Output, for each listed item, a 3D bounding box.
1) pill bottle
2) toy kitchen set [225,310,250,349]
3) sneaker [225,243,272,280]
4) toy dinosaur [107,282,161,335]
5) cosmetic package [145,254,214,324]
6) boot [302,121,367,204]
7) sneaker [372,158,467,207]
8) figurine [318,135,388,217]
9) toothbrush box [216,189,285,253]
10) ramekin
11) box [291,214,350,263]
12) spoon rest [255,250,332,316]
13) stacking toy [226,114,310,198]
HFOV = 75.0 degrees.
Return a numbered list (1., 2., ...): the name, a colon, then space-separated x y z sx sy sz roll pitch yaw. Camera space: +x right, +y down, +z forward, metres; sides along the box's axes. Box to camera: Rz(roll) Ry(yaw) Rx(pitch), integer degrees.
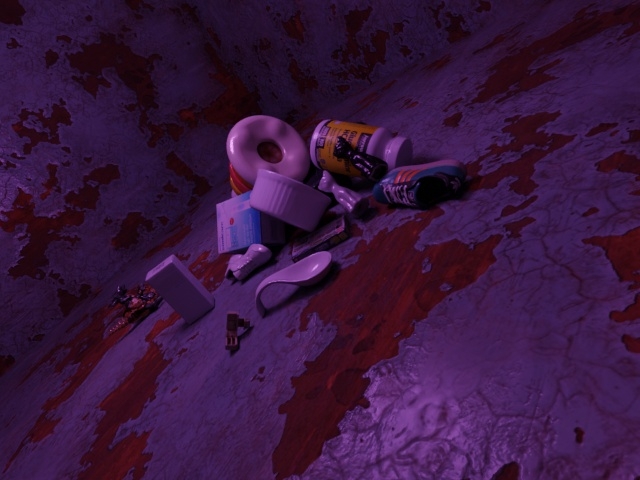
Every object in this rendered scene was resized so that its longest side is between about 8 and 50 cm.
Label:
1. pill bottle: 0.146 -0.319 1.491 0.334 0.187 0.188 17 52 29
2. toy kitchen set: -0.235 0.257 1.193 0.068 0.083 0.075 4 19 -13
3. sneaker: -0.269 0.095 1.545 0.232 0.090 0.115 -29 29 38
4. toy dinosaur: -0.836 0.286 1.892 0.219 0.164 0.322 3 20 34
5. cosmetic package: -0.499 0.177 1.499 0.117 0.231 0.085 -36 23 0
6. boot: 0.078 -0.323 1.763 0.367 0.146 0.445 -38 18 17
7. sneaker: 0.267 -0.152 1.219 0.302 0.108 0.121 -11 29 42
8. figurine: 0.090 -0.213 1.391 0.209 0.092 0.214 41 119 30
9. toothbrush box: -0.284 -0.068 1.671 0.126 0.216 0.296 4 -11 -44
10. ramekin: -0.112 -0.132 1.451 0.277 0.277 0.135 20 88 63
11. box: 0.000 0.000 1.391 0.207 0.036 0.114 -29 24 16
12. spoon rest: -0.085 0.115 1.228 0.276 0.084 0.137 -34 23 6
13. stacking toy: -0.282 -0.285 1.852 0.350 0.351 0.480 -51 5 -32
